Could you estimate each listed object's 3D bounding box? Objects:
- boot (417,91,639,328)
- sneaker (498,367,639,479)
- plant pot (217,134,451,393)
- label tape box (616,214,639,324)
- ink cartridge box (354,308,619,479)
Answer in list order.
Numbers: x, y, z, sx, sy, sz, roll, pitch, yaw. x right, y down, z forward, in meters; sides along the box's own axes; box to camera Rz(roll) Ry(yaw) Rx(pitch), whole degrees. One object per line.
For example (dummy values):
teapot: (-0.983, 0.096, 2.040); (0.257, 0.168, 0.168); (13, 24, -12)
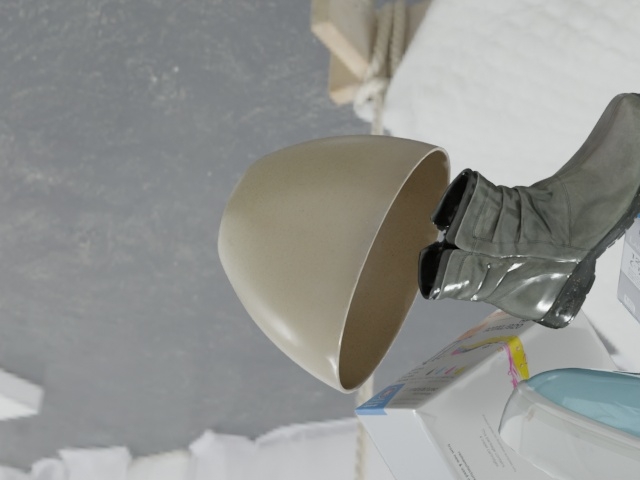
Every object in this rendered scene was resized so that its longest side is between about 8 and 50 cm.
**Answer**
boot: (0.197, -0.036, 0.985); (0.161, 0.083, 0.246); (17, 107, -22)
sneaker: (0.285, 0.083, 0.589); (0.366, 0.150, 0.135); (8, -178, 0)
plant pot: (0.000, 0.000, 1.191); (0.191, 0.284, 0.284); (22, 157, 17)
label tape box: (0.493, -0.035, 1.285); (0.249, 0.115, 0.348); (-31, 148, -7)
ink cartridge box: (0.197, 0.194, 1.202); (0.232, 0.168, 0.171); (-32, -177, -22)
